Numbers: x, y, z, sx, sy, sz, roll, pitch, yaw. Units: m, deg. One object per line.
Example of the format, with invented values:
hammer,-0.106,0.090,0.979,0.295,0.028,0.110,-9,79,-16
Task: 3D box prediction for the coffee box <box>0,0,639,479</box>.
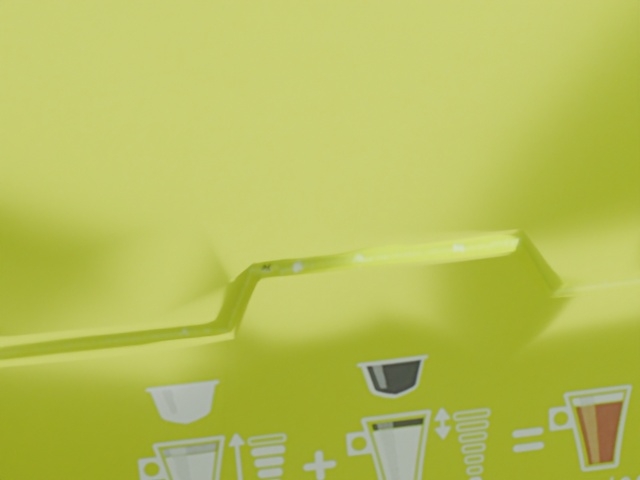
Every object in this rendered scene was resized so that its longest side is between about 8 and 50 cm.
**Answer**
coffee box,0.000,0.000,0.585,0.337,0.334,0.338,-6,106,-6
